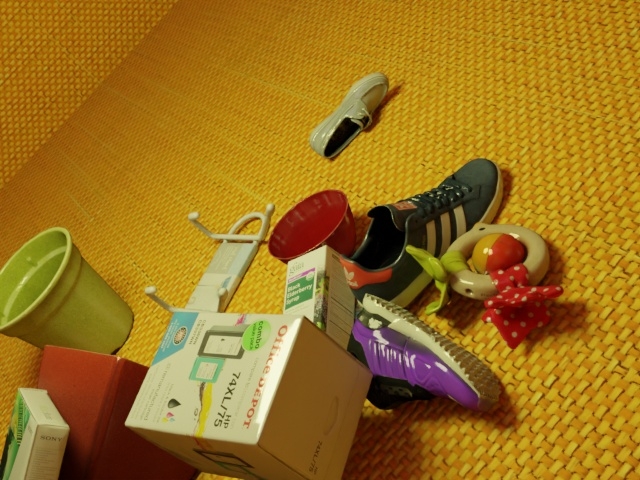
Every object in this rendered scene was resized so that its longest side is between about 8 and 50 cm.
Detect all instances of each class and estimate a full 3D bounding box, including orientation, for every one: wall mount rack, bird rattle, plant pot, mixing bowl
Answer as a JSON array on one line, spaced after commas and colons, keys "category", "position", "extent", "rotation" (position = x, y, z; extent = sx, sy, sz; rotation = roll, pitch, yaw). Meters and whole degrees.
[{"category": "wall mount rack", "position": [-0.208, 0.049, 1.786], "extent": [0.304, 0.130, 0.350], "rotation": [-1, 54, 45]}, {"category": "bird rattle", "position": [0.263, 0.041, 1.323], "extent": [0.254, 0.143, 0.207], "rotation": [6, 42, 45]}, {"category": "plant pot", "position": [-0.360, 0.346, 1.537], "extent": [0.267, 0.267, 0.235], "rotation": [-1, 66, 45]}, {"category": "mixing bowl", "position": [0.000, 0.000, 1.643], "extent": [0.181, 0.098, 0.181], "rotation": [-28, 31, 18]}, {"category": "plant pot", "position": [-0.573, 0.154, 1.942], "extent": [0.276, 0.254, 0.276], "rotation": [-26, 39, 23]}]

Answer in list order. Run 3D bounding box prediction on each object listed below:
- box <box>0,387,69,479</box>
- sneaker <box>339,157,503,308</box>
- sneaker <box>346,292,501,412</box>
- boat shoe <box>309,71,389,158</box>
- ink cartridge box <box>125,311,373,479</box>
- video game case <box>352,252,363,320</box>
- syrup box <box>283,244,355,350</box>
[{"category": "box", "position": [-0.489, 0.422, 1.398], "extent": [0.232, 0.059, 0.321], "rotation": [10, 86, 63]}, {"category": "sneaker", "position": [0.171, -0.038, 1.457], "extent": [0.350, 0.148, 0.131], "rotation": [-48, 35, -16]}, {"category": "sneaker", "position": [0.141, 0.205, 1.305], "extent": [0.293, 0.102, 0.146], "rotation": [35, 98, 49]}, {"category": "boat shoe", "position": [0.075, -0.266, 1.882], "extent": [0.227, 0.079, 0.081], "rotation": [-45, 43, 8]}, {"category": "ink cartridge box", "position": [-0.102, 0.236, 1.279], "extent": [0.270, 0.197, 0.198], "rotation": [-3, 55, 38]}, {"category": "video game case", "position": [0.082, 0.085, 1.551], "extent": [0.119, 0.015, 0.166], "rotation": [-50, 34, -7]}, {"category": "syrup box", "position": [-0.004, 0.135, 1.498], "extent": [0.093, 0.096, 0.236], "rotation": [-24, 45, 32]}]
